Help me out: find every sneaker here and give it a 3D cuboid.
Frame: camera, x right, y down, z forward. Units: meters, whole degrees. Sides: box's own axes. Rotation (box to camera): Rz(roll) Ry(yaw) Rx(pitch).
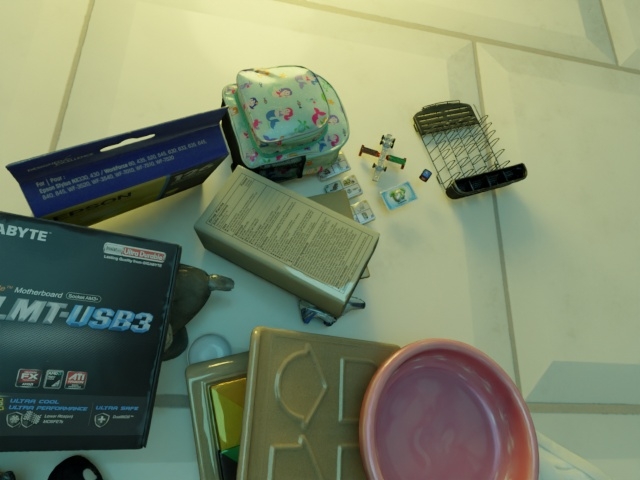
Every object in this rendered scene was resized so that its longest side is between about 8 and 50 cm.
[{"bbox_3d":[0.024,0.143,0.873,0.135,0.052,0.058,-3,78,-5],"label":"sneaker"},{"bbox_3d":[0.424,0.473,0.822,0.293,0.108,0.169,30,68,9],"label":"sneaker"}]

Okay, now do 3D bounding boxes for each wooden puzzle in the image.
[{"bbox_3d":[0.007,0.330,0.749,0.348,0.081,0.321,17,66,-33],"label":"wooden puzzle"},{"bbox_3d":[-0.108,0.313,0.759,0.221,0.044,0.238,-7,73,-26],"label":"wooden puzzle"}]

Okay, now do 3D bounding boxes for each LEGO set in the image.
[{"bbox_3d":[0.127,-0.142,1.007,0.244,0.060,0.182,-23,78,-8],"label":"LEGO set"}]

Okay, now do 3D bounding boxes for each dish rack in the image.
[{"bbox_3d":[0.357,-0.237,1.071,0.208,0.074,0.271,-15,75,-19],"label":"dish rack"}]

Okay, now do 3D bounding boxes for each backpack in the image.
[{"bbox_3d":[-0.068,-0.250,0.922,0.254,0.191,0.225,-12,73,-22],"label":"backpack"}]

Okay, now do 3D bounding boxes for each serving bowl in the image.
[{"bbox_3d":[-0.204,0.212,0.797,0.083,0.027,0.083,8,70,-23],"label":"serving bowl"}]

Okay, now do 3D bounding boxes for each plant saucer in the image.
[{"bbox_3d":[0.213,0.341,0.750,0.332,0.084,0.331,7,65,-16],"label":"plant saucer"}]

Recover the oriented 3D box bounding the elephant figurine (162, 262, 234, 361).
[{"bbox_3d":[-0.301,0.149,0.752,0.169,0.186,0.239,30,72,-49],"label":"elephant figurine"}]

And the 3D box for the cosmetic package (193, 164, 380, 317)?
[{"bbox_3d":[-0.062,0.002,0.835,0.310,0.113,0.160,27,68,10],"label":"cosmetic package"}]

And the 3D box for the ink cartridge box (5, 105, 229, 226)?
[{"bbox_3d":[-0.313,-0.104,0.724,0.304,0.307,0.072,-25,97,-25],"label":"ink cartridge box"}]

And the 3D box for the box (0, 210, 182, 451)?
[{"bbox_3d":[-0.365,0.122,0.588,0.296,0.073,0.293,14,76,-26],"label":"box"}]

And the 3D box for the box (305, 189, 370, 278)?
[{"bbox_3d":[0.000,0.000,0.920,0.165,0.021,0.201,-12,74,-10],"label":"box"}]

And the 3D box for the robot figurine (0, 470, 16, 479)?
[{"bbox_3d":[-0.555,0.448,0.602,0.211,0.085,0.290,15,69,-8],"label":"robot figurine"}]

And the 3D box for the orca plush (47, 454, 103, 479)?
[{"bbox_3d":[-0.361,0.464,0.614,0.151,0.102,0.287,-2,66,-3],"label":"orca plush"}]
